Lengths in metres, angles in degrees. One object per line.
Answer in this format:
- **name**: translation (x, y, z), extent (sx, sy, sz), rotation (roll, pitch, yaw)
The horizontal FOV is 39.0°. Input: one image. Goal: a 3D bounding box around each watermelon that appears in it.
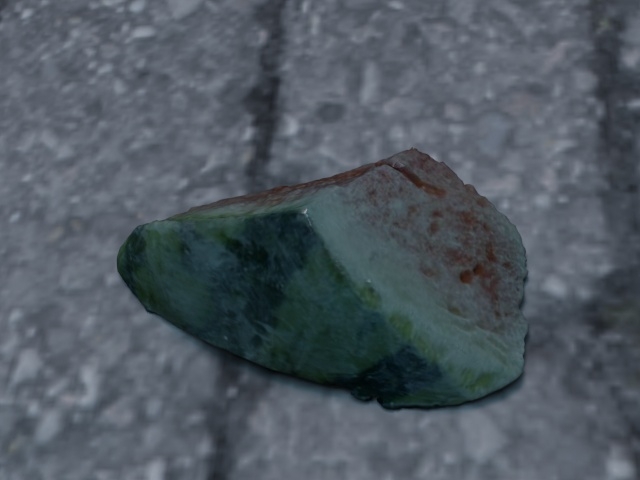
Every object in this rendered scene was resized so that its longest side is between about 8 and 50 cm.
- **watermelon**: translation (-0.005, 0.005, 0.371), extent (0.180, 0.081, 0.094), rotation (3, 34, 6)
